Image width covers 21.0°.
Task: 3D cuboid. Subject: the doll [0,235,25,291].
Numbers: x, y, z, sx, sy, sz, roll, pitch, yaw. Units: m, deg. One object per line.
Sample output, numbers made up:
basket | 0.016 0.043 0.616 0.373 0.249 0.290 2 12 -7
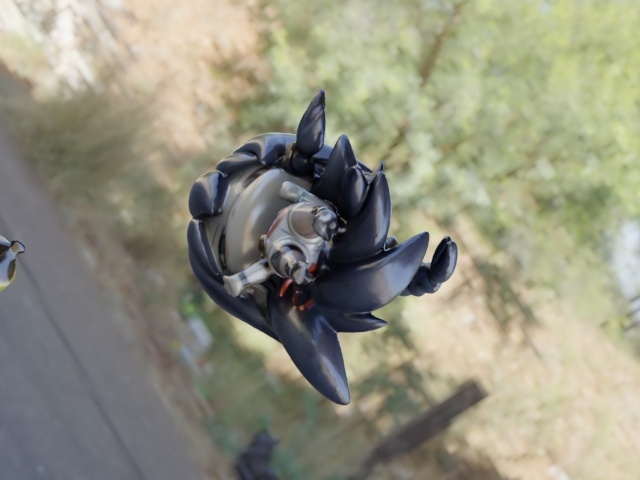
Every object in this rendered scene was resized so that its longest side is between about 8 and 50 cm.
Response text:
doll | -0.269 0.025 0.918 0.117 0.291 0.086 -27 106 -45

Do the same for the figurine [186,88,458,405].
figurine | -0.008 0.005 1.390 0.197 0.175 0.265 51 -4 -35
